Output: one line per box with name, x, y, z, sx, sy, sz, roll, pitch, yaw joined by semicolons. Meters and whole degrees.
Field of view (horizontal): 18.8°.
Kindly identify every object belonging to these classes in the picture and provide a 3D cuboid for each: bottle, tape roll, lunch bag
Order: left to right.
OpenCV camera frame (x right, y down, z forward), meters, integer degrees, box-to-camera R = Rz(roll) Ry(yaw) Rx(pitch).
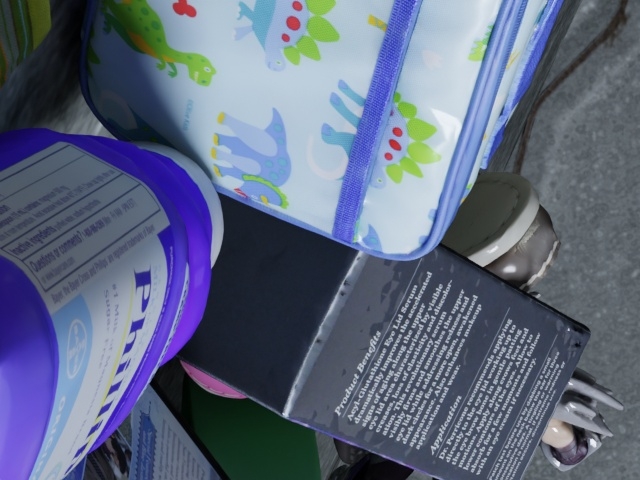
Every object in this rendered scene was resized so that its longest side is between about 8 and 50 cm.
bottle;-0.098;0.024;0.635;0.118;0.092;0.283;-64;175;16
tape roll;-0.046;0.243;1.234;0.321;0.077;0.321;180;-90;-83
lunch bag;0.005;-0.105;0.721;0.090;0.176;0.219;-57;169;-44

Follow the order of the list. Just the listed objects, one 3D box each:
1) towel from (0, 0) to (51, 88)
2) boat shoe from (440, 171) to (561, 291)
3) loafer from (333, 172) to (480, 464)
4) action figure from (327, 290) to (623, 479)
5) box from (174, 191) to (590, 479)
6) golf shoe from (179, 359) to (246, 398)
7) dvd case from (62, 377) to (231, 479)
towel;-0.151;0.000;0.608;0.237;0.021;0.102;-61;170;-21
boat shoe;0.063;0.044;1.295;0.116;0.096;0.324;-49;-167;-33
loafer;0.032;0.038;1.541;0.134;0.130;0.366;-24;147;-27
action figure;0.073;0.128;1.225;0.099;0.185;0.285;-67;-176;-51
box;0.014;0.041;0.997;0.207;0.153;0.108;27;89;-47
golf shoe;0.000;0.000;1.217;0.306;0.115;0.140;-56;171;-38
dvd case;-0.079;0.134;0.797;0.253;0.022;0.180;59;23;-43
